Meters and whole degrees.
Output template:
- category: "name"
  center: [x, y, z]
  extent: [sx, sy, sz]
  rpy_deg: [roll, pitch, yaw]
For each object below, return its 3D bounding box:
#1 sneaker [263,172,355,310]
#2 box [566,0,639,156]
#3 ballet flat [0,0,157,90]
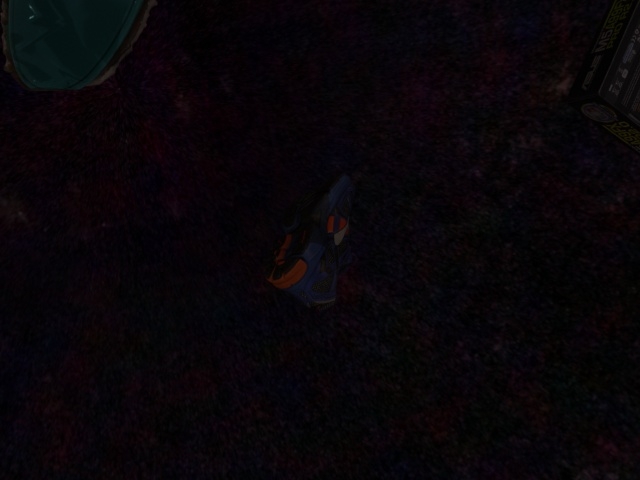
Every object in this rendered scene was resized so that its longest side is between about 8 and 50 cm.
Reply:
- category: "sneaker"
  center: [0.000, 0.000, 0.842]
  extent: [0.083, 0.221, 0.087]
  rpy_deg: [-22, 117, 33]
- category: "box"
  center: [0.451, -0.235, 0.890]
  extent: [0.216, 0.060, 0.270]
  rpy_deg: [29, 82, -20]
- category: "ballet flat"
  center: [-0.214, -0.345, 0.720]
  extent: [0.147, 0.147, 0.409]
  rpy_deg: [15, 104, -18]
